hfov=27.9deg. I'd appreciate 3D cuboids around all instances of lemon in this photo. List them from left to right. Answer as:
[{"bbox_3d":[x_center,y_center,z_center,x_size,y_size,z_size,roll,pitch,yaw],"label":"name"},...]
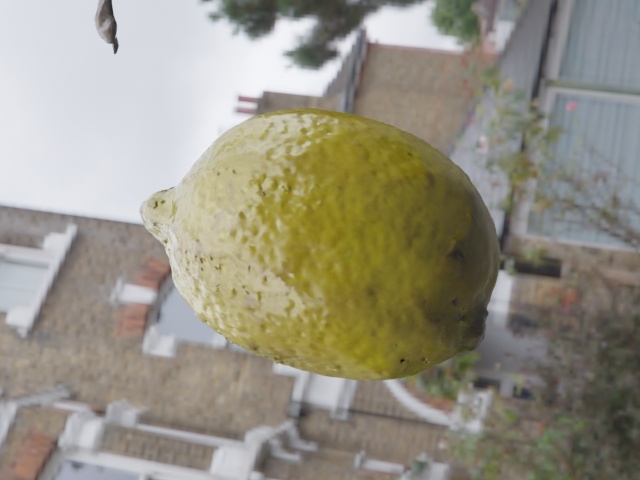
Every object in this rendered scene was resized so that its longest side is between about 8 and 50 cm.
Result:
[{"bbox_3d":[0.000,0.000,0.389,0.082,0.110,0.082,18,-90,-84],"label":"lemon"}]

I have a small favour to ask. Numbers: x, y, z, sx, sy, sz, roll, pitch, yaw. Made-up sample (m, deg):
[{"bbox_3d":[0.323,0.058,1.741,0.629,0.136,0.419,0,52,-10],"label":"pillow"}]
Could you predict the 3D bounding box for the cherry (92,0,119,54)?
[{"bbox_3d":[-0.006,-0.149,0.594,0.148,0.115,0.188,38,-120,-67],"label":"cherry"}]
